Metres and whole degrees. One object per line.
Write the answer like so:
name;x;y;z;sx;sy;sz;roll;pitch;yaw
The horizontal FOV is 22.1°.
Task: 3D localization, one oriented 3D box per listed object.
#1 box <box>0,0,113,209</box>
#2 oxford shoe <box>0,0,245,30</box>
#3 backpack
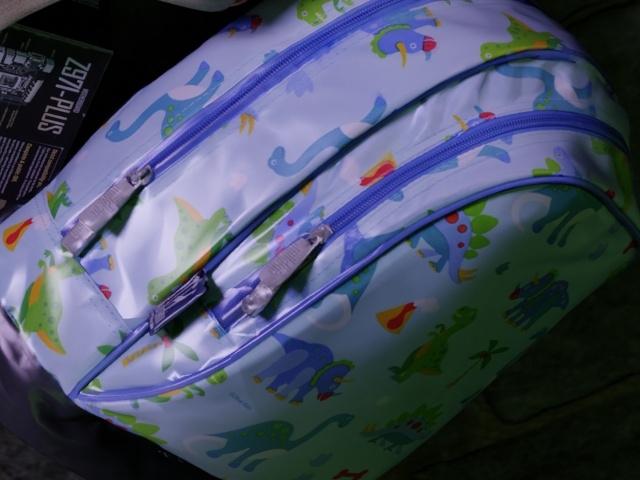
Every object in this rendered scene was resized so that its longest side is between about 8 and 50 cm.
box;-0.214;-0.078;0.907;0.147;0.077;0.180;14;128;-22
oxford shoe;-0.034;-0.185;0.793;0.348;0.123;0.130;-12;114;8
backpack;0.000;0.000;0.902;0.355;0.273;0.290;-50;143;-2
